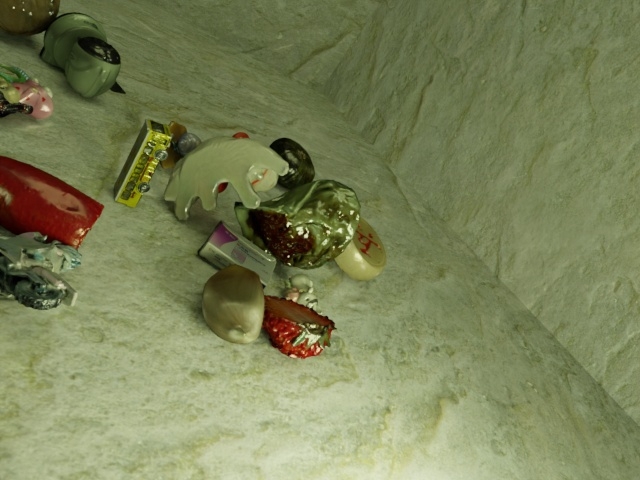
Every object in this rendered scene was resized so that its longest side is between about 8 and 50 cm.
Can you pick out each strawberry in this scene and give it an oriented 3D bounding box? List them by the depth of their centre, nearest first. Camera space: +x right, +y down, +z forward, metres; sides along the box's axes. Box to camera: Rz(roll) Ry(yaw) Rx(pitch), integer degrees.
[{"bbox_3d":[-0.077,0.218,1.461,0.190,0.111,0.236,10,9,-32],"label":"strawberry"}]

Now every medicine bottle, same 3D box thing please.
[{"bbox_3d":[-0.224,0.046,1.630,0.201,0.052,0.171,37,20,-8],"label":"medicine bottle"}]

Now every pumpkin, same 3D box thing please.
[{"bbox_3d":[-0.122,-0.299,2.359,0.223,0.157,0.224,42,28,-29],"label":"pumpkin"}]

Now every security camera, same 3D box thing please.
[{"bbox_3d":[-0.741,-0.577,1.890,0.197,0.191,0.277,13,33,-51],"label":"security camera"}]

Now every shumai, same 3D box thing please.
[{"bbox_3d":[-0.076,-0.080,1.748,0.288,0.329,0.292,34,43,-40],"label":"shumai"}]

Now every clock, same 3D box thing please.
[{"bbox_3d":[-0.808,-0.379,1.506,0.194,0.100,0.195,36,18,6],"label":"clock"}]

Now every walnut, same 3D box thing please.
[{"bbox_3d":[-0.949,-0.757,1.873,0.248,0.248,0.248,32,22,-14],"label":"walnut"}]

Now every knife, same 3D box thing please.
[{"bbox_3d":[-0.780,-0.602,2.117,0.245,0.019,0.072,48,24,19],"label":"knife"}]

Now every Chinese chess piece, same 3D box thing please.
[{"bbox_3d":[0.123,0.021,2.075,0.249,0.103,0.250,41,30,-30],"label":"Chinese chess piece"}]

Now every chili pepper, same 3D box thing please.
[{"bbox_3d":[-0.615,-0.098,1.186,0.338,0.134,0.131,34,34,-14],"label":"chili pepper"}]

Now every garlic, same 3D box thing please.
[{"bbox_3d":[-0.201,0.143,1.379,0.143,0.112,0.318,11,28,-8],"label":"garlic"}]

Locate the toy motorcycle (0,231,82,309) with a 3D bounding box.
[{"bbox_3d":[-0.506,0.045,1.093,0.239,0.108,0.204,47,23,20],"label":"toy motorcycle"}]

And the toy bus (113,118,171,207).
[{"bbox_3d":[-0.451,-0.195,1.516,0.074,0.226,0.081,19,29,-32],"label":"toy bus"}]

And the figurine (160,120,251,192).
[{"bbox_3d":[-0.340,-0.243,1.812,0.256,0.181,0.208,16,59,16],"label":"figurine"}]

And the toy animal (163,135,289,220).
[{"bbox_3d":[-0.266,-0.172,1.680,0.266,0.308,0.188,36,12,-4],"label":"toy animal"}]

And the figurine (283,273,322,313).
[{"bbox_3d":[-0.056,0.166,1.649,0.098,0.081,0.146,-13,43,-6],"label":"figurine"}]
